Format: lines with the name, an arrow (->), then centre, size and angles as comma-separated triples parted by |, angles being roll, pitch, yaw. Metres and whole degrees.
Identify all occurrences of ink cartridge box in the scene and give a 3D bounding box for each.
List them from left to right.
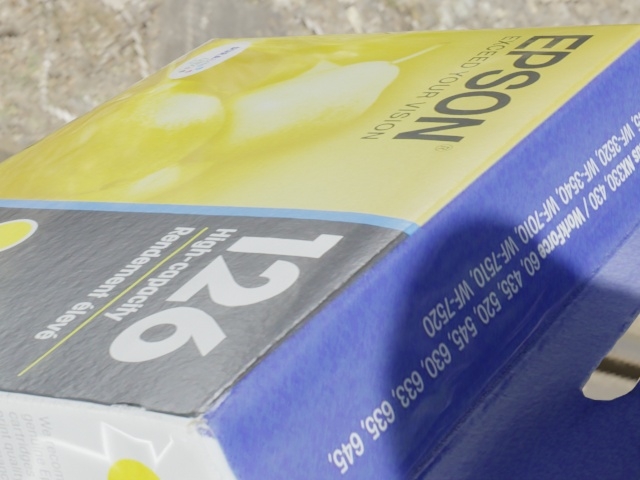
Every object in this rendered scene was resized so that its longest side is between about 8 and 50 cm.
ink cartridge box -> 0.000, 0.000, 0.485 | 0.303, 0.307, 0.072 | -38, 121, -48
